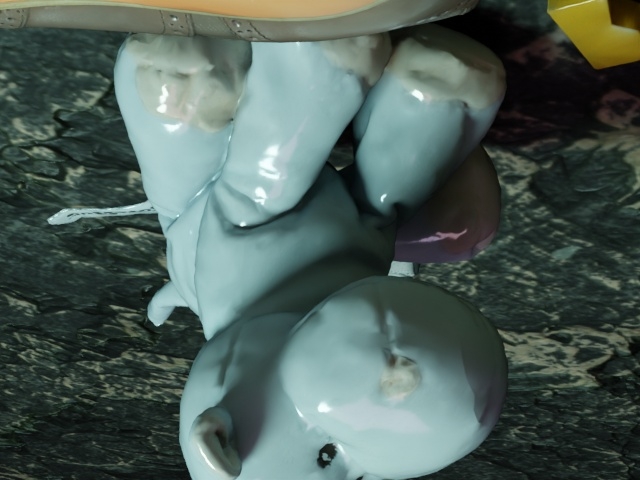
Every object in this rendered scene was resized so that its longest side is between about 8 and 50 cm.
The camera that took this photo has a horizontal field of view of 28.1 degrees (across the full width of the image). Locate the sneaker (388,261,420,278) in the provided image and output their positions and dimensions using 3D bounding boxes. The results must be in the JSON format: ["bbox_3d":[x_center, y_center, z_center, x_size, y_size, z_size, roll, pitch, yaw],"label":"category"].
[{"bbox_3d":[0.000,0.000,0.910,0.132,0.086,0.228,-11,160,25],"label":"sneaker"}]

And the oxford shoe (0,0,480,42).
[{"bbox_3d":[-0.105,-0.134,0.536,0.363,0.130,0.133,14,176,23],"label":"oxford shoe"}]

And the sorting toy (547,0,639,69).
[{"bbox_3d":[0.121,-0.159,0.530,0.229,0.041,0.307,-9,152,35],"label":"sorting toy"}]

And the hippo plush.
[{"bbox_3d":[-0.026,0.022,0.674,0.294,0.236,0.234,-20,136,17],"label":"hippo plush"}]
